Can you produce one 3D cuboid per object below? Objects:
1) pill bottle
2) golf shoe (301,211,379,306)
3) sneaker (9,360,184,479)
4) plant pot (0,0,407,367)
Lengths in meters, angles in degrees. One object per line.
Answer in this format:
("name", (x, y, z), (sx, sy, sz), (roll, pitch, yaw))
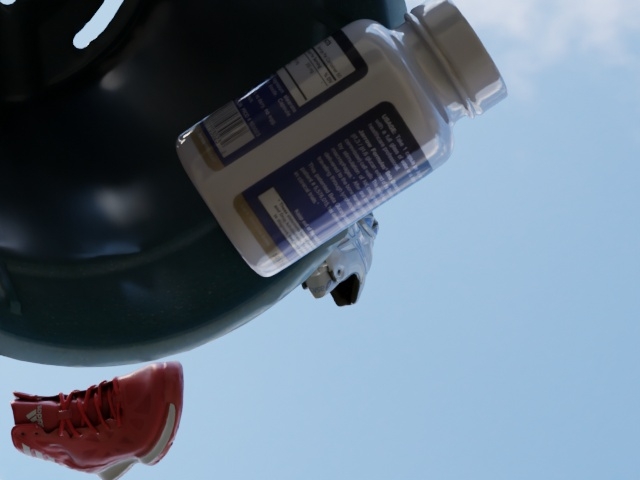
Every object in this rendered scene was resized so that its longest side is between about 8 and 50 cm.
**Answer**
("pill bottle", (0.014, -0.062, 0.943), (0.169, 0.094, 0.094), (-33, -99, 2))
("golf shoe", (0.000, 0.000, 1.353), (0.069, 0.176, 0.086), (-7, -110, 25))
("sneaker", (-0.217, 0.168, 1.602), (0.221, 0.128, 0.087), (-47, -141, 49))
("plant pot", (-0.166, -0.147, 1.098), (0.334, 0.341, 0.341), (-132, -133, -55))
